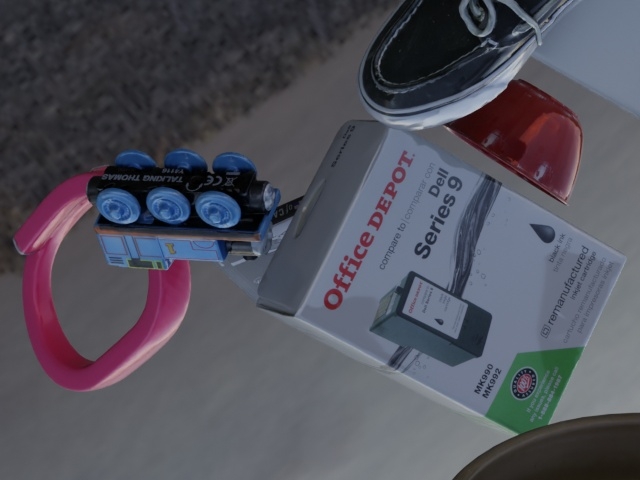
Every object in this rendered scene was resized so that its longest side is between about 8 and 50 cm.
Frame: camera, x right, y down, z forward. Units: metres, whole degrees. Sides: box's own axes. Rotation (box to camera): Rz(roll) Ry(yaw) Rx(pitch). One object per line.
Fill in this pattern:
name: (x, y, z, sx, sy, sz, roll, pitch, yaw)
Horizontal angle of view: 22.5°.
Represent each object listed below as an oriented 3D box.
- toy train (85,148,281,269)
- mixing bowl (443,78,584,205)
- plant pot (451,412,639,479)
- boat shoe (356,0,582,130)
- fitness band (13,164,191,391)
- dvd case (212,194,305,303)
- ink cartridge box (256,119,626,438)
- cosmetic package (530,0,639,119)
toy train: (-0.124, -0.026, 1.477, 0.105, 0.184, 0.080, 75, 25, -42)
mixing bowl: (0.247, -0.129, 1.928, 0.098, 0.181, 0.181, -56, 149, 5)
plant pot: (0.230, 0.311, 1.066, 0.323, 0.323, 0.280, -20, 121, -35)
boat shoe: (0.140, -0.194, 1.179, 0.306, 0.113, 0.105, -32, 158, 20)
fitness band: (-0.245, 0.043, 1.752, 0.054, 0.209, 0.291, -12, 160, -43)
dvd case: (0.000, 0.000, 1.960, 0.239, 0.029, 0.179, -23, 148, 12)
ink cartridge box: (0.115, 0.039, 1.554, 0.289, 0.121, 0.211, 28, 84, -20)
cosmetic package: (0.189, -0.288, 1.427, 0.217, 0.385, 0.156, -59, 176, 15)
